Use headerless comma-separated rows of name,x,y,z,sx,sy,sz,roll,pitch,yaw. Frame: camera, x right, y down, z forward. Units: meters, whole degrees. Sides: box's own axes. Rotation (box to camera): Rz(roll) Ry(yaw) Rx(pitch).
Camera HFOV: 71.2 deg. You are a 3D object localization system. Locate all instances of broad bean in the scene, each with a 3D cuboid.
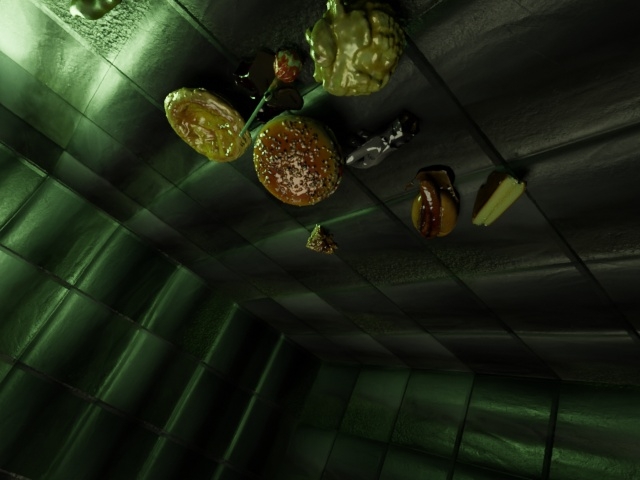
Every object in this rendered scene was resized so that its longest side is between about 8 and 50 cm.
broad bean,-0.674,-0.733,1.366,0.325,0.067,0.075,0,173,36

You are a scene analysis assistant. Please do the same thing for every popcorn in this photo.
popcorn,0.086,-0.462,1.080,0.254,0.195,0.256,29,154,-28

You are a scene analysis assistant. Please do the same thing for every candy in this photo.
candy,-0.152,-0.418,1.273,0.084,0.288,0.078,37,-172,-3

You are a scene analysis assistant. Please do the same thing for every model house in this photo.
model house,-0.171,-0.465,1.373,0.203,0.141,0.164,62,162,-18

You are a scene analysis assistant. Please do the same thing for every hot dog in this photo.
hot dog,0.373,-0.104,1.527,0.194,0.107,0.326,5,145,34

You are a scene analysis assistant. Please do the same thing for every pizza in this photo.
pizza,-0.002,0.001,2.046,0.154,0.069,0.194,18,153,16

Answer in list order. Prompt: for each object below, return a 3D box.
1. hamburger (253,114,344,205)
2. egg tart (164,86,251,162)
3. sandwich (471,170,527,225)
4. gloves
hamburger,-0.066,-0.252,1.401,0.300,0.176,0.300,6,119,10
egg tart,-0.382,-0.422,1.573,0.341,0.132,0.341,19,150,11
sandwich,0.539,-0.140,1.358,0.090,0.088,0.244,16,148,-1
gloves,0.170,-0.291,1.357,0.285,0.142,0.119,-10,108,49
